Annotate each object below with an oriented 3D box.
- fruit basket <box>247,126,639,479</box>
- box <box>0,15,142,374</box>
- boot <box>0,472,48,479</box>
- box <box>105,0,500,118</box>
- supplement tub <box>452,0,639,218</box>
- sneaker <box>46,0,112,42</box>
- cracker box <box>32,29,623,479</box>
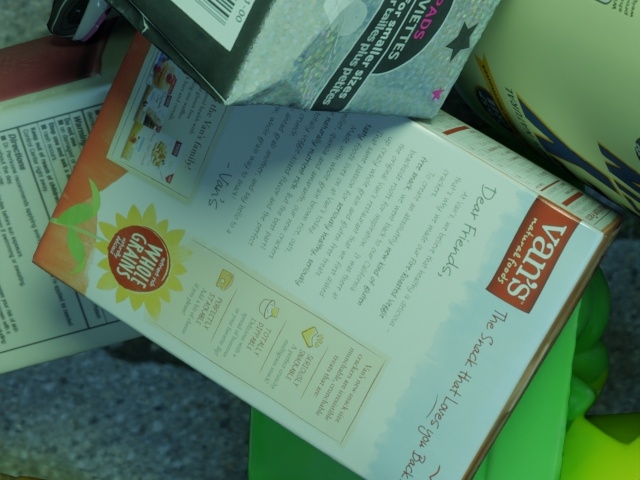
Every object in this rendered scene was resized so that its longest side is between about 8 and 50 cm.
[{"bbox_3d":[0.145,0.134,0.841,0.392,0.283,0.392,3,114,8],"label":"fruit basket"},{"bbox_3d":[-0.165,-0.023,0.822,0.232,0.127,0.148,-15,113,0],"label":"box"},{"bbox_3d":[-0.234,0.284,0.965,0.211,0.104,0.295,28,104,-17],"label":"boot"},{"bbox_3d":[0.015,-0.191,0.586,0.142,0.163,0.247,-3,128,-50],"label":"box"},{"bbox_3d":[0.185,-0.125,0.687,0.235,0.325,0.235,-10,116,-22],"label":"supplement tub"},{"bbox_3d":[-0.126,-0.198,0.789,0.077,0.072,0.178,14,101,-6],"label":"sneaker"},{"bbox_3d":[0.000,0.000,0.692,0.232,0.067,0.155,32,107,13],"label":"cracker box"}]
